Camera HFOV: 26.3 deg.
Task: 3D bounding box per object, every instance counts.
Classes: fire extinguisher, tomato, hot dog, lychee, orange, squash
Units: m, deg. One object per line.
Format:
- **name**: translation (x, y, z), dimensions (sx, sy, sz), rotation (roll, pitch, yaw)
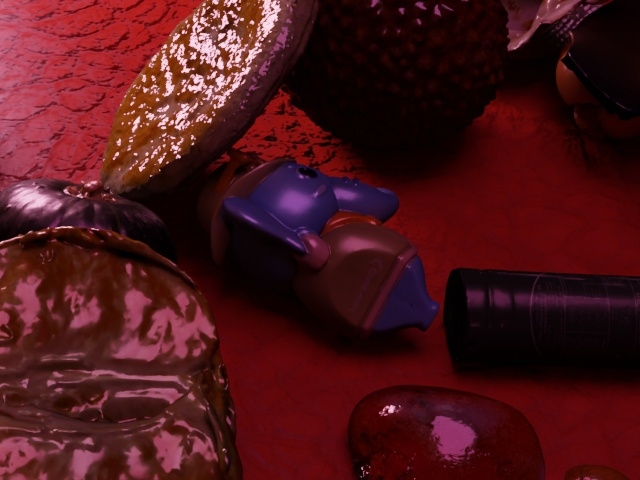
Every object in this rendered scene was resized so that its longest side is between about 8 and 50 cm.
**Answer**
- **fire extinguisher**: translation (0.285, 0.087, 1.373), dimensions (0.311, 0.095, 0.114), rotation (1, 80, -7)
- **tomato**: translation (0.118, 0.179, 1.235), dimensions (0.173, 0.099, 0.189), rotation (-7, 43, -14)
- **hot dog**: translation (0.396, -0.199, 1.699), dimensions (0.326, 0.107, 0.194), rotation (-18, 58, -39)
- **lychee**: translation (0.079, -0.232, 1.565), dimensions (0.276, 0.304, 0.275), rotation (-6, 67, 15)
- **orange**: translation (-0.198, 0.162, 1.121), dimensions (0.263, 0.196, 0.334), rotation (-13, 53, -8)
- **squash**: translation (-0.233, 0.016, 1.306), dimensions (0.193, 0.156, 0.193), rotation (35, 7, -5)

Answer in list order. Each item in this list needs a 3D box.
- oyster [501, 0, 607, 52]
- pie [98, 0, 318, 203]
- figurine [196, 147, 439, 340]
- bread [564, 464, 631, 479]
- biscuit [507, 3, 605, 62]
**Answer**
- **oyster**: translation (0.236, -0.314, 1.703), dimensions (0.341, 0.110, 0.166), rotation (-19, 85, 9)
- **pie**: translation (-0.120, -0.157, 1.439), dimensions (0.070, 0.323, 0.323), rotation (37, 34, -27)
- **figurine**: translation (-0.002, 0.004, 1.394), dimensions (0.262, 0.153, 0.180), rotation (29, 34, -4)
- **bread**: translation (0.247, 0.240, 1.230), dimensions (0.083, 0.046, 0.081), rotation (-28, 56, -35)
- **biscuit**: translation (0.300, -0.356, 1.806), dimensions (0.150, 0.052, 0.252), rotation (3, 72, -8)
